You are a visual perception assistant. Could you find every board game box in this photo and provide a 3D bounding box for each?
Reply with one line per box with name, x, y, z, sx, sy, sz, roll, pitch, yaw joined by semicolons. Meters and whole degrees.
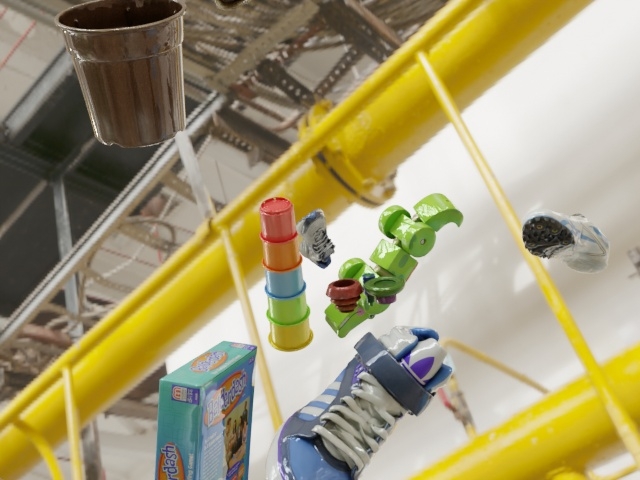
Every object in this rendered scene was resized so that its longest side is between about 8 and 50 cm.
board game box;-0.121;0.227;0.880;0.047;0.210;0.160;7;8;15

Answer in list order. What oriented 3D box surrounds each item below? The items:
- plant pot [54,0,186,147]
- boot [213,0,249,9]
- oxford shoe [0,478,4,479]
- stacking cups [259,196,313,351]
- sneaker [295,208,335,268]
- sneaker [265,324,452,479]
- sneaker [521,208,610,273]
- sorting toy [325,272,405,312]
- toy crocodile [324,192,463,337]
plant pot;-0.251;-0.222;1.098;0.167;0.167;0.165;-10;-59;-12
boot;-0.113;-0.417;1.119;0.077;0.165;0.213;-3;-4;-17
oxford shoe;-0.100;0.223;0.507;0.348;0.130;0.123;17;-58;9
stacking cups;-0.065;0.064;1.611;0.096;0.096;0.316;-9;-59;-12
sneaker;0.000;0.000;1.290;0.052;0.058;0.135;-36;-25;-14
sneaker;0.068;0.222;1.132;0.236;0.130;0.323;-47;-3;26
sneaker;0.385;-0.011;1.313;0.085;0.086;0.237;-17;-26;36
sorting toy;0.058;0.070;1.041;0.102;0.061;0.042;-2;-73;16
toy crocodile;0.135;0.046;1.593;0.105;0.115;0.340;37;-88;-38
